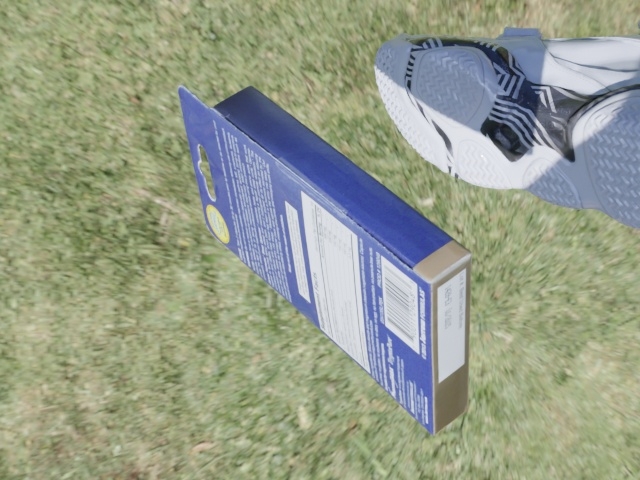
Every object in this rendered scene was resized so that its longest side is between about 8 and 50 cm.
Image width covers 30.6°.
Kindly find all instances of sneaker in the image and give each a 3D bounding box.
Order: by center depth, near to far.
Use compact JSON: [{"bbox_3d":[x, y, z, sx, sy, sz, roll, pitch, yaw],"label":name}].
[{"bbox_3d":[0.238,-0.138,1.082,0.366,0.137,0.210,24,46,36],"label":"sneaker"}]

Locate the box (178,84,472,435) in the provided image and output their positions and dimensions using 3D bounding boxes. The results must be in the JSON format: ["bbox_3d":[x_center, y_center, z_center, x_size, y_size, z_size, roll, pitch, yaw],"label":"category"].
[{"bbox_3d":[0.000,0.000,0.688,0.036,0.136,0.225,-34,53,-23],"label":"box"}]
